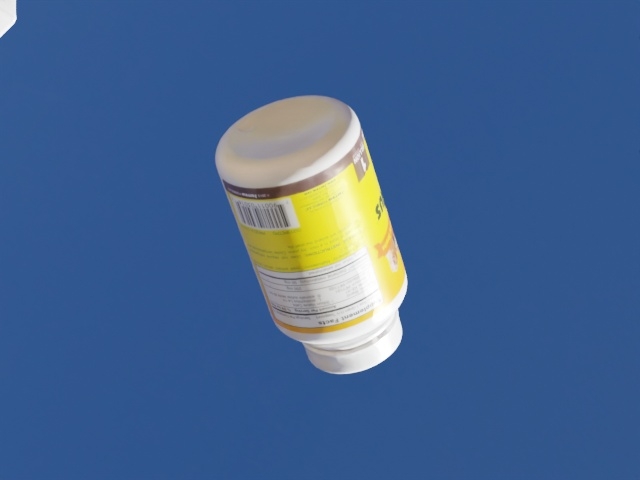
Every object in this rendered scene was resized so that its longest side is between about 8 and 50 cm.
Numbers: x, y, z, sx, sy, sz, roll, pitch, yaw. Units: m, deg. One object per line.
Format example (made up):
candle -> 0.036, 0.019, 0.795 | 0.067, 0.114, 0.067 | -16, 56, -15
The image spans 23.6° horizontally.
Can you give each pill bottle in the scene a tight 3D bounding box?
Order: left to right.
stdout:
pill bottle -> 0.000, 0.000, 1.232 | 0.117, 0.215, 0.117 | -13, -147, 9

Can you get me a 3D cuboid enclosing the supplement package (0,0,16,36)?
supplement package -> -0.290, -0.170, 0.771 | 0.134, 0.244, 0.139 | -40, -141, 25
